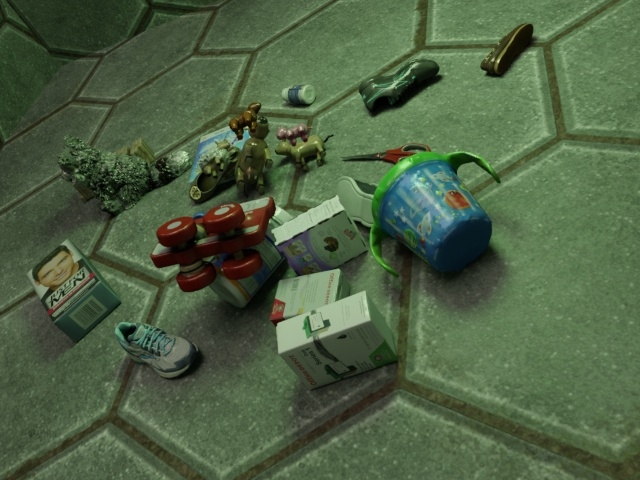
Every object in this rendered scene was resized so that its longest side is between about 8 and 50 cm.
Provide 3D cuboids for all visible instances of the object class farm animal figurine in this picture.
[{"bbox_3d":[-0.177,-0.294,2.086,0.327,0.330,0.172,-49,34,27],"label":"farm animal figurine"}]

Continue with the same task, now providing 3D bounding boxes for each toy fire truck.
[{"bbox_3d":[-0.269,-0.015,1.673,0.302,0.169,0.254,-14,24,11],"label":"toy fire truck"}]

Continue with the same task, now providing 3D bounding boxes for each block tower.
[{"bbox_3d":[-0.832,-0.281,2.615,0.335,0.097,0.091,-29,38,8],"label":"block tower"}]

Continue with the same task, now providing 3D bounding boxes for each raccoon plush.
[{"bbox_3d":[-0.742,-0.310,2.418,0.446,0.299,0.216,-33,38,0],"label":"raccoon plush"}]

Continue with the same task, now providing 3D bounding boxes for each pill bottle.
[{"bbox_3d":[-0.184,0.036,1.786,0.152,0.152,0.272,16,59,44],"label":"pill bottle"},{"bbox_3d":[-0.082,-0.530,2.380,0.120,0.067,0.067,10,55,41],"label":"pill bottle"}]

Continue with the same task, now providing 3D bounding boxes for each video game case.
[{"bbox_3d":[-0.330,-0.309,2.326,0.244,0.061,0.269,-19,41,19],"label":"video game case"}]

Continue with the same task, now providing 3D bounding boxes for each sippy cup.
[{"bbox_3d":[0.271,-0.051,1.527,0.240,0.305,0.224,-4,39,-31],"label":"sippy cup"}]

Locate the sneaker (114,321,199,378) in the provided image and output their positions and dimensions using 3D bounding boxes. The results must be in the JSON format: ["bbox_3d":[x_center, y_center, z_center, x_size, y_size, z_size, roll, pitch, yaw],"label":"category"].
[{"bbox_3d":[-0.445,0.280,1.733,0.283,0.122,0.110,3,51,37],"label":"sneaker"}]

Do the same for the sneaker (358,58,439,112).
[{"bbox_3d":[0.259,-0.492,2.106,0.267,0.101,0.106,-20,62,15],"label":"sneaker"}]

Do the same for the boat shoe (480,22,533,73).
[{"bbox_3d":[0.564,-0.588,1.991,0.207,0.073,0.073,-46,42,-16],"label":"boat shoe"}]

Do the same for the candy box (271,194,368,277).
[{"bbox_3d":[0.000,0.000,1.687,0.196,0.165,0.070,-28,41,6],"label":"candy box"}]

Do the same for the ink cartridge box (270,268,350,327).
[{"bbox_3d":[-0.023,0.152,1.616,0.175,0.072,0.127,-12,43,25],"label":"ink cartridge box"}]

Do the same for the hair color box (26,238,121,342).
[{"bbox_3d":[-0.806,0.152,2.125,0.185,0.113,0.374,-44,39,-12],"label":"hair color box"}]

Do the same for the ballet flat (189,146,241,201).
[{"bbox_3d":[-0.358,-0.221,2.190,0.250,0.084,0.058,-41,-3,19],"label":"ballet flat"}]

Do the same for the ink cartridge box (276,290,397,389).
[{"bbox_3d":[0.034,0.222,1.434,0.219,0.160,0.092,-23,40,14],"label":"ink cartridge box"}]

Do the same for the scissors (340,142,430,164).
[{"bbox_3d":[0.192,-0.257,1.946,0.297,0.021,0.109,17,62,45],"label":"scissors"}]

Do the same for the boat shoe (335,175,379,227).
[{"bbox_3d":[0.128,-0.100,1.767,0.091,0.114,0.302,0,22,-22],"label":"boat shoe"}]
